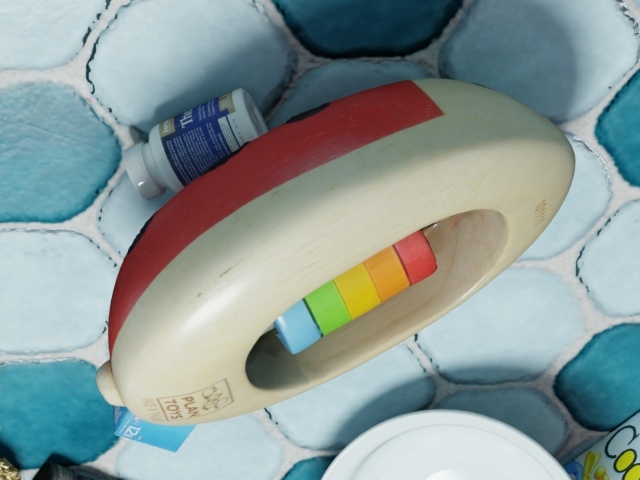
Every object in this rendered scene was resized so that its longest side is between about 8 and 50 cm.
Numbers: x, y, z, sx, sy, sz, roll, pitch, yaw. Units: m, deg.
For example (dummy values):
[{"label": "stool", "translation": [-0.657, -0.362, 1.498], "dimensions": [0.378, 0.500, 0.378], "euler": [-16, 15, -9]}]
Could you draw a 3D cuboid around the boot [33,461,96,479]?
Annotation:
[{"label": "boot", "translation": [-0.227, 0.353, 1.848], "dimensions": [0.229, 0.091, 0.263], "euler": [20, 122, -23]}]

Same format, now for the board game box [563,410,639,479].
[{"label": "board game box", "translation": [0.340, 0.306, 1.862], "dimensions": [0.144, 0.142, 0.275], "euler": [34, 118, -31]}]

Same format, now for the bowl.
[{"label": "bowl", "translation": [0.144, 0.303, 1.799], "dimensions": [0.298, 0.134, 0.297], "euler": [3, 100, 15]}]

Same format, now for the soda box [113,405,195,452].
[{"label": "soda box", "translation": [-0.123, 0.107, 1.670], "dimensions": [0.071, 0.067, 0.210], "euler": [21, 124, -25]}]

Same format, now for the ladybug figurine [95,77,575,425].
[{"label": "ladybug figurine", "translation": [0.000, 0.000, 1.483], "dimensions": [0.449, 0.162, 0.305], "euler": [-28, 155, -9]}]

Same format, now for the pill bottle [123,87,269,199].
[{"label": "pill bottle", "translation": [-0.108, -0.081, 1.512], "dimensions": [0.120, 0.067, 0.067], "euler": [-23, 130, 10]}]

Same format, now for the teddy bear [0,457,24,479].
[{"label": "teddy bear", "translation": [-0.415, 0.242, 1.730], "dimensions": [0.245, 0.113, 0.338], "euler": [-4, 139, 4]}]
